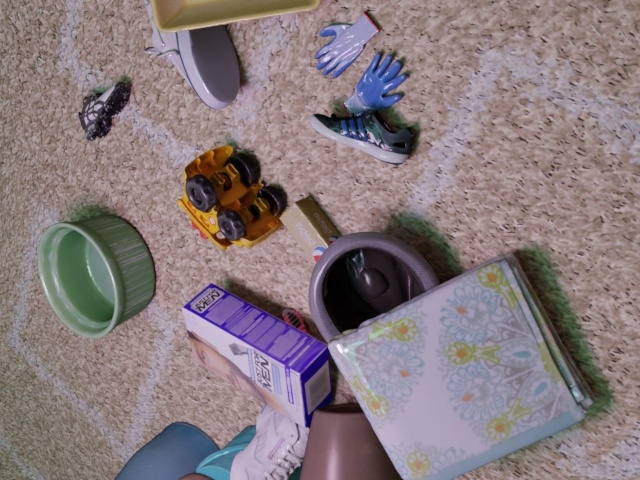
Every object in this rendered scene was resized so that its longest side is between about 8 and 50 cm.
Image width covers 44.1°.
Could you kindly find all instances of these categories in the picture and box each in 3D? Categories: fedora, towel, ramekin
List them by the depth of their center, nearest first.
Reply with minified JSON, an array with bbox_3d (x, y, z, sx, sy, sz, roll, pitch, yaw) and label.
[{"bbox_3d":[0.248,0.236,1.398,0.375,0.090,0.320,-28,92,11],"label":"towel"},{"bbox_3d":[0.109,0.104,1.498,0.244,0.124,0.275,-38,96,15],"label":"fedora"},{"bbox_3d":[-0.562,0.082,2.004,0.303,0.148,0.303,14,114,33],"label":"ramekin"}]

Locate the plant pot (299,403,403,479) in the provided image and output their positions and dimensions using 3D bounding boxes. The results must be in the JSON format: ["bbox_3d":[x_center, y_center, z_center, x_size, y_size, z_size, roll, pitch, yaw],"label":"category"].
[{"bbox_3d":[0.066,0.461,1.631,0.263,0.263,0.229,-3,86,38],"label":"plant pot"}]

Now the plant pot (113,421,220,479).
[{"bbox_3d":[-0.408,0.647,2.025,0.272,0.255,0.271,14,115,32],"label":"plant pot"}]

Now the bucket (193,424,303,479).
[{"bbox_3d":[-0.160,0.592,1.864,0.281,0.183,0.281,14,114,33],"label":"bucket"}]

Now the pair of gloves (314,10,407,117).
[{"bbox_3d":[0.069,-0.323,1.464,0.159,0.023,0.198,-36,84,39],"label":"pair of gloves"}]

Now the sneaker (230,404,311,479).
[{"bbox_3d":[-0.094,0.461,1.705,0.152,0.305,0.114,-13,130,35],"label":"sneaker"}]

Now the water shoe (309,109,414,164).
[{"bbox_3d":[0.079,-0.210,1.470,0.203,0.073,0.080,25,107,14],"label":"water shoe"}]

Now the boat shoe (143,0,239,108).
[{"bbox_3d":[-0.297,-0.420,1.631,0.156,0.136,0.367,-26,87,40],"label":"boat shoe"}]

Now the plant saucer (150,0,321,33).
[{"bbox_3d":[-0.169,-0.574,1.463,0.333,0.081,0.332,-4,105,16],"label":"plant saucer"}]

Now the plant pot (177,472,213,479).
[{"bbox_3d":[-0.285,0.660,1.795,0.237,0.110,0.237,14,114,34],"label":"plant pot"}]

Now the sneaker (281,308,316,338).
[{"bbox_3d":[-0.052,0.207,1.738,0.119,0.047,0.057,55,141,9],"label":"sneaker"}]

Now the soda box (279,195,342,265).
[{"bbox_3d":[0.000,0.000,1.610,0.181,0.058,0.061,53,129,9],"label":"soda box"}]

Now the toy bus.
[{"bbox_3d":[-0.201,-0.056,1.698,0.220,0.149,0.211,47,141,11],"label":"toy bus"}]

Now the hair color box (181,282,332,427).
[{"bbox_3d":[-0.140,0.249,1.742,0.339,0.110,0.185,25,138,31],"label":"hair color box"}]

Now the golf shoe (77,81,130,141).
[{"bbox_3d":[-0.525,-0.324,1.876,0.198,0.077,0.094,-41,80,38],"label":"golf shoe"}]
